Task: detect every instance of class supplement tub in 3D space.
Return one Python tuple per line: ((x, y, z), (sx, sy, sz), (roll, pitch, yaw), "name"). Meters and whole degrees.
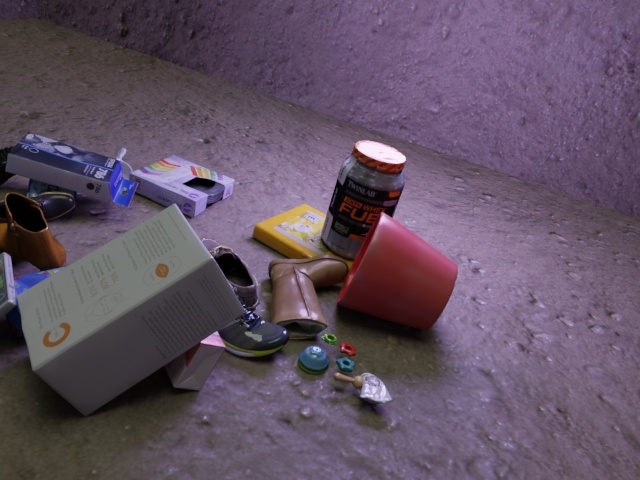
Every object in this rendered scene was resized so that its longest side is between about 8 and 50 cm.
((0.129, -0.118, 1.685), (0.193, 0.316, 0.194), (12, 29, -7), "supplement tub")

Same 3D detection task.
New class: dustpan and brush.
((-0.680, -0.245, 1.898), (0.147, 0.060, 0.211), (11, 28, -7), "dustpan and brush")

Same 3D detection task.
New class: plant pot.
((0.207, 0.097, 1.503), (0.243, 0.275, 0.275), (25, 28, 0), "plant pot")

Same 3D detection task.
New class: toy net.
((0.065, 0.295, 1.277), (0.232, 0.045, 0.122), (32, 30, 27), "toy net")

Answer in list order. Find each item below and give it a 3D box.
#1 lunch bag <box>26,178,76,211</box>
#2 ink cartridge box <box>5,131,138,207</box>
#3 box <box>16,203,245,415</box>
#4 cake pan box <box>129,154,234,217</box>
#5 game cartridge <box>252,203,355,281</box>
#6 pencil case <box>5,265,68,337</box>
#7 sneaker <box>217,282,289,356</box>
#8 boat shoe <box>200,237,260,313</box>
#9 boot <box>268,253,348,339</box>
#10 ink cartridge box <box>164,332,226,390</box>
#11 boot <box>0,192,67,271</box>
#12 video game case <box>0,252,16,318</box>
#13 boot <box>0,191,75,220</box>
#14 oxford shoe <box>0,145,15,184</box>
((-0.768, -0.146, 1.646), (0.128, 0.096, 0.151), (9, 43, -23), "lunch bag")
((-0.691, -0.203, 1.633), (0.332, 0.065, 0.165), (17, 27, -17), "ink cartridge box")
((-0.357, 0.122, 1.089), (0.345, 0.168, 0.215), (-32, 44, -12), "box")
((-0.449, -0.182, 1.888), (0.266, 0.070, 0.246), (24, 31, 14), "cake pan box")
((0.000, 0.000, 1.783), (0.323, 0.053, 0.285), (27, 30, 24), "game cartridge")
((-0.534, 0.105, 1.254), (0.133, 0.119, 0.306), (35, 34, 29), "pencil case")
((-0.210, 0.165, 1.297), (0.299, 0.121, 0.111), (20, 28, 10), "sneaker")
((-0.245, 0.073, 1.478), (0.116, 0.097, 0.324), (-3, 32, -29), "boat shoe")
((-0.019, 0.145, 1.474), (0.236, 0.089, 0.269), (-4, 30, -9), "boot")
((-0.282, 0.199, 1.192), (0.067, 0.115, 0.198), (20, 19, -42), "ink cartridge box")
((-0.687, -0.031, 1.321), (0.295, 0.211, 0.104), (31, 50, 25), "boot")
((-0.673, 0.131, 1.108), (0.173, 0.190, 0.022), (48, -3, 46), "video game case")
((-0.745, -0.083, 1.502), (0.197, 0.077, 0.137), (-16, 11, -26), "boot")
((-0.958, -0.181, 1.634), (0.227, 0.096, 0.083), (-26, 59, -27), "oxford shoe")
